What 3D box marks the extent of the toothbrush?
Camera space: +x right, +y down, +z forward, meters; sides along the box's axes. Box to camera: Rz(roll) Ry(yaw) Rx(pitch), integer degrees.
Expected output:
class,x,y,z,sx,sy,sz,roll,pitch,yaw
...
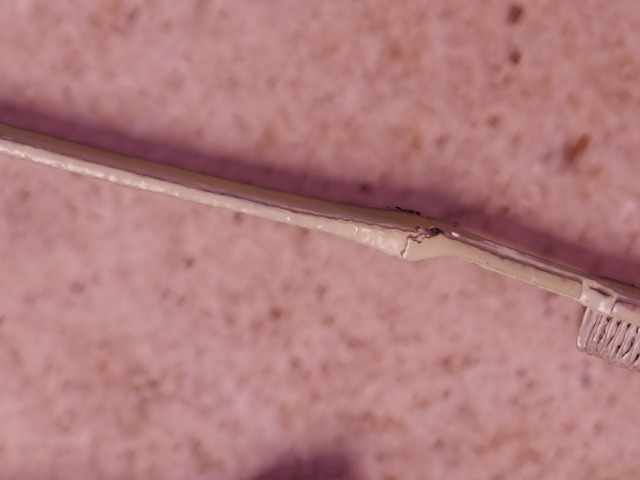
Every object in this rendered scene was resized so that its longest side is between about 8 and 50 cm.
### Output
class,x,y,z,sx,sy,sz,roll,pitch,yaw
toothbrush,0.002,-0.005,0.611,0.294,0.026,0.028,19,102,-14
